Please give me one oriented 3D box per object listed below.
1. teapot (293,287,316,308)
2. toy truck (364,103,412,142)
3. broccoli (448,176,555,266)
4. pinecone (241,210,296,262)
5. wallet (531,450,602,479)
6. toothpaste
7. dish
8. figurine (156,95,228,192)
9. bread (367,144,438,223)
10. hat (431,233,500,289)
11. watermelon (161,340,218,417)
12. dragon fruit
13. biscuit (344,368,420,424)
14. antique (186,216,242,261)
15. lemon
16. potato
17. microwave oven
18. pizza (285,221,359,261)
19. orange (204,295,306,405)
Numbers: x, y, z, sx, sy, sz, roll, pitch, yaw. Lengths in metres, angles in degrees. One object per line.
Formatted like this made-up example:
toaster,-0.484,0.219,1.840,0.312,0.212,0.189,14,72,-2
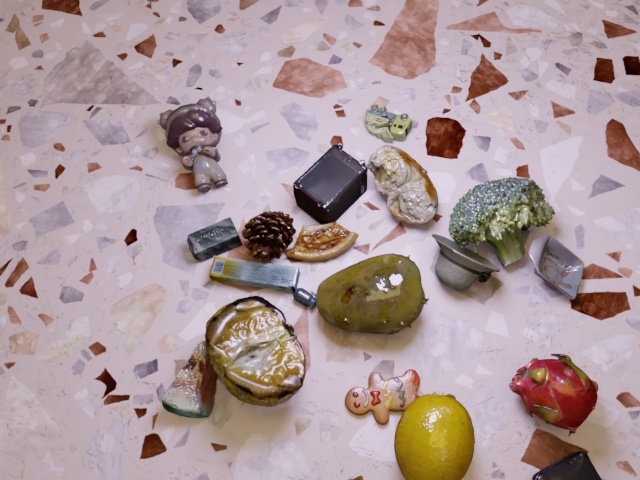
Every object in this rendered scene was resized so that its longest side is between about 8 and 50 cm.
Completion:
teapot,-0.050,0.200,1.835,0.083,0.063,0.049,32,103,10
toy truck,0.262,-0.459,2.106,0.191,0.085,0.116,22,77,17
broccoli,0.621,-0.088,1.804,0.277,0.317,0.338,-21,38,39
pinecone,-0.189,-0.014,1.851,0.168,0.185,0.212,44,36,-6
wallet,0.771,0.812,1.482,0.197,0.051,0.377,-22,66,-10
toothpaste,-0.232,0.119,1.868,0.313,0.071,0.089,7,63,7
dish,0.779,0.084,1.777,0.234,0.064,0.154,35,67,-18
figurine,-0.476,-0.374,2.063,0.248,0.203,0.380,-22,76,1
bread,0.303,-0.213,1.923,0.314,0.171,0.192,50,33,-6
hat,0.464,0.091,1.789,0.257,0.257,0.130,30,103,17
watermelon,-0.404,0.450,1.720,0.154,0.094,0.241,14,63,2
dragon fruit,0.705,0.450,1.581,0.224,0.224,0.227,-41,67,-15
biscuit,0.201,0.499,1.677,0.250,0.036,0.165,-7,63,1
antique,-0.391,0.000,1.925,0.183,0.086,0.088,-24,65,-8
lemon,0.328,0.581,1.523,0.236,0.236,0.263,29,53,16
potato,0.167,0.191,1.732,0.359,0.219,0.270,-18,55,3
microwave oven,0.033,-0.204,1.948,0.188,0.178,0.247,41,73,17
pizza,0.005,0.005,1.897,0.271,0.056,0.134,-5,95,4
orange,-0.214,0.365,1.666,0.271,0.210,0.368,-18,64,-31
